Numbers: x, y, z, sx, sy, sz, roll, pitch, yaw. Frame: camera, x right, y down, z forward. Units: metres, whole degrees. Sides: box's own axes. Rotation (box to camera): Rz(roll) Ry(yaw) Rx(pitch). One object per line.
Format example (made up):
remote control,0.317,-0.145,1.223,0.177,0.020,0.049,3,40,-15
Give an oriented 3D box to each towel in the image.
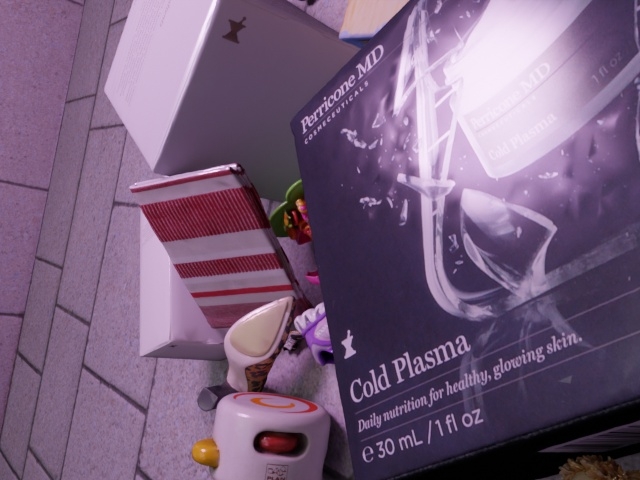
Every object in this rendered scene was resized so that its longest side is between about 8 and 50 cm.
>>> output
towel,-0.170,0.022,1.172,0.237,0.329,0.037,-7,32,29

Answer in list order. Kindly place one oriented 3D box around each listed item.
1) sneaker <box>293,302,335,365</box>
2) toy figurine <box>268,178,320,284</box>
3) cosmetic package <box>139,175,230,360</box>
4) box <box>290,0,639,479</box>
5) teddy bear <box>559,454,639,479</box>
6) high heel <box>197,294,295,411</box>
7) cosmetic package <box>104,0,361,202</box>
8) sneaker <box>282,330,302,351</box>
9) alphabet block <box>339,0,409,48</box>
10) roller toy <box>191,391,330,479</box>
sneaker,0.049,0.133,1.074,0.236,0.095,0.104,-45,53,44
toy figurine,0.000,0.000,1.144,0.159,0.130,0.173,60,155,26
cosmetic package,-0.268,0.061,1.412,0.155,0.197,0.365,-28,59,46
box,0.244,-0.036,0.684,0.480,0.297,0.471,-38,51,41
teddy bear,0.375,0.254,0.554,0.338,0.113,0.245,-30,88,40
high heel,-0.105,0.201,1.221,0.093,0.186,0.261,41,100,20
cosmetic package,-0.178,-0.322,1.282,0.393,0.329,0.327,49,120,47
sneaker,-0.047,0.186,1.232,0.083,0.032,0.037,-26,74,52
alphabet block,0.173,-0.356,0.952,0.192,0.193,0.197,19,96,51
roller toy,-0.086,0.342,1.098,0.191,0.209,0.146,6,86,33
